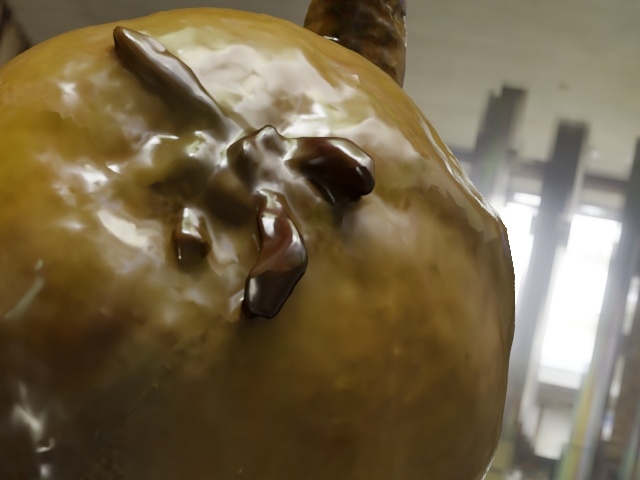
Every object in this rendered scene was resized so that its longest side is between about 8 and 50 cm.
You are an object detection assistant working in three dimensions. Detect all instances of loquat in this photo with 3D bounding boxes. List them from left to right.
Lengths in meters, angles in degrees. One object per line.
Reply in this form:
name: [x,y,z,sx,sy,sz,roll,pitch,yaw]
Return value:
loquat: [-0.045,0.039,0.584,0.238,0.193,0.238,-32,-27,-18]

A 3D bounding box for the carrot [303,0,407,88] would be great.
carrot: [0.000,0.000,0.786,0.066,0.066,0.314,38,-119,-75]
